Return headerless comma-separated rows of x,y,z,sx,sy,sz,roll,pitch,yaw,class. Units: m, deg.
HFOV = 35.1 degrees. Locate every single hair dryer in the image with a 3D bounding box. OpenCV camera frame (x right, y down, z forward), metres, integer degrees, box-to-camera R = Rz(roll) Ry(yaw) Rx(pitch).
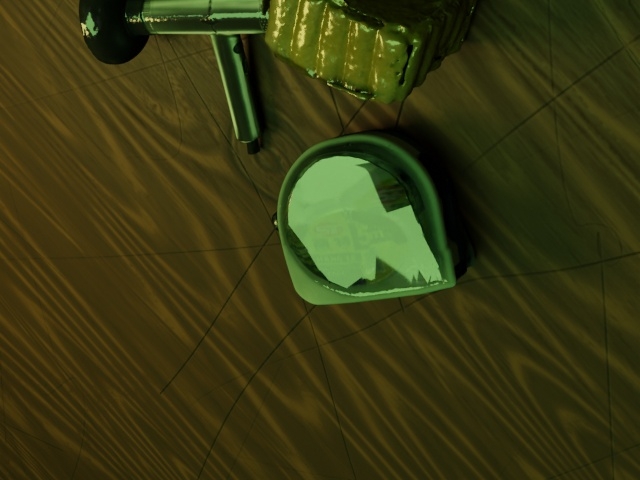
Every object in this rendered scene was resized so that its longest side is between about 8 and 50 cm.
-0.203,-0.268,1.576,0.320,0.156,0.284,13,115,18,hair dryer

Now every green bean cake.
0.063,-0.291,1.319,0.230,0.224,0.131,28,135,20,green bean cake

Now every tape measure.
0.071,-0.033,1.497,0.259,0.138,0.262,-9,105,20,tape measure

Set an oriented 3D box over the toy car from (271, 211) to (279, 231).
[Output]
0.000,0.000,1.657,0.080,0.070,0.170,-30,97,43,toy car
